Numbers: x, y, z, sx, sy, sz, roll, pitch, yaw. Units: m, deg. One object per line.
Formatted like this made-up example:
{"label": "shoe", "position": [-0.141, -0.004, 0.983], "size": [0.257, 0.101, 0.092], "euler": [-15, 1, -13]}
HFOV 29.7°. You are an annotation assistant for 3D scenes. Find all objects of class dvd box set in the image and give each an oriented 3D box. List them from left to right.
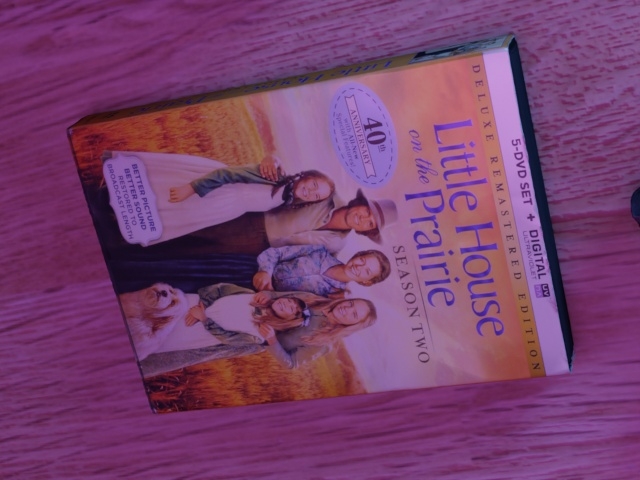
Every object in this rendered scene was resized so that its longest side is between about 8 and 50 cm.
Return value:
{"label": "dvd box set", "position": [0.000, 0.000, 1.114], "size": [0.420, 0.062, 0.307], "euler": [-7, 108, 19]}

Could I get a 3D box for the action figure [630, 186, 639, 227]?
{"label": "action figure", "position": [0.362, 0.072, 1.013], "size": [0.185, 0.099, 0.285], "euler": [-18, 103, 23]}
